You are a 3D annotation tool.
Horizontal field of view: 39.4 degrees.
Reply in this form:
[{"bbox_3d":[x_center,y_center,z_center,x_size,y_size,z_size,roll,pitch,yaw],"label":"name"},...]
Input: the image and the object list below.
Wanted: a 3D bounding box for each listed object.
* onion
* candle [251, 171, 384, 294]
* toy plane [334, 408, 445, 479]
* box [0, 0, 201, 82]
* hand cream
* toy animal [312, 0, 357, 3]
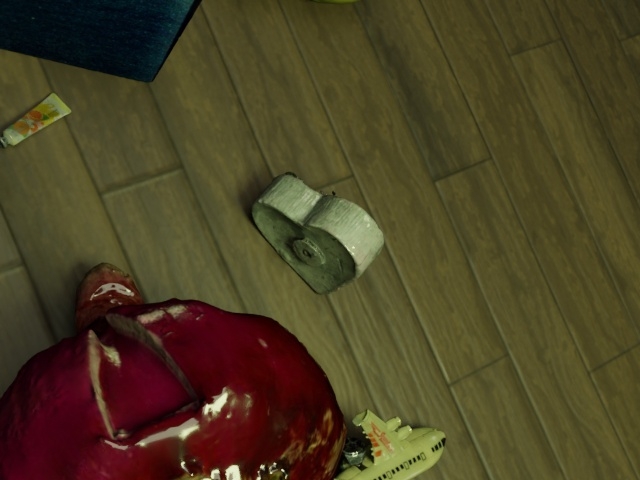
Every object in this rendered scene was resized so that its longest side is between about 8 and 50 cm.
[{"bbox_3d":[-0.201,0.201,0.996,0.398,0.398,0.420,-22,44,-26],"label":"onion"},{"bbox_3d":[0.000,0.000,1.199,0.068,0.192,0.168,-47,142,-24],"label":"candle"},{"bbox_3d":[0.075,0.299,1.166,0.244,0.092,0.229,-26,128,-45],"label":"toy plane"},{"bbox_3d":[-0.290,-0.316,1.067,0.261,0.279,0.116,12,73,-21],"label":"box"},{"bbox_3d":[-0.367,-0.152,1.139,0.035,0.022,0.102,46,60,1],"label":"hand cream"},{"bbox_3d":[0.006,-0.437,1.277,0.338,0.216,0.191,-5,106,-22],"label":"toy animal"}]
